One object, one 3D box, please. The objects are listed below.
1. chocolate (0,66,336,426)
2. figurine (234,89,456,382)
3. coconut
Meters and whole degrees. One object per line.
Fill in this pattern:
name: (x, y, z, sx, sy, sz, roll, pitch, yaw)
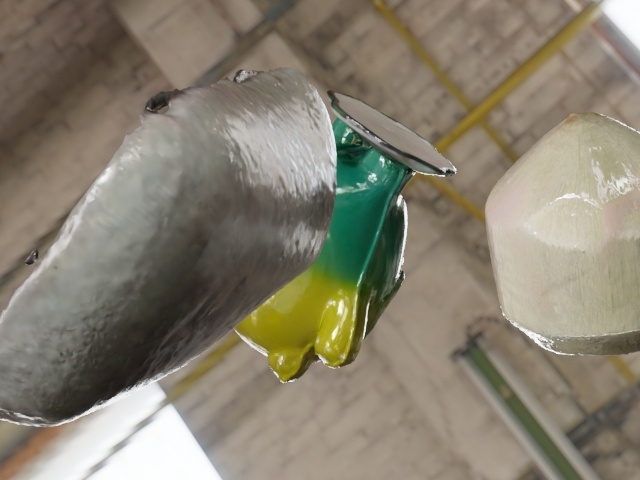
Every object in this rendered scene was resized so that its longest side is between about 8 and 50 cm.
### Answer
chocolate: (-0.073, 0.007, 1.008, 0.185, 0.100, 0.303, -51, -7, 18)
figurine: (0.000, 0.000, 2.353, 0.231, 0.323, 0.340, 20, -74, -37)
coconut: (0.267, -0.012, 1.800, 0.224, 0.224, 0.234, -14, -75, -36)
